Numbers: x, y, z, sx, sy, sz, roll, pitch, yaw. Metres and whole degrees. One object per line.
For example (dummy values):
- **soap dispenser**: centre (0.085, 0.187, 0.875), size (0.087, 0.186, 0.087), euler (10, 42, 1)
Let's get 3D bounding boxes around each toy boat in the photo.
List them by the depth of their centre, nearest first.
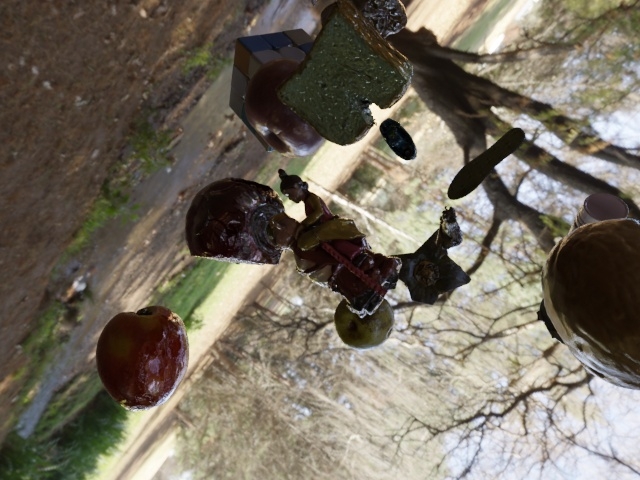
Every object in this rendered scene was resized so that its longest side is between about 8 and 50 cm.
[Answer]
- **toy boat**: centre (0.198, -0.253, 1.182), size (0.060, 0.137, 0.061), euler (-42, 160, 27)

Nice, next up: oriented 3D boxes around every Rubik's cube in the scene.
- **Rubik's cube**: centre (-0.147, -0.641, 1.981), size (0.347, 0.347, 0.344), euler (-26, 154, -33)

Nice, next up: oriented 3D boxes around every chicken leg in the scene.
- **chicken leg**: centre (0.395, -0.034, 1.439), size (0.196, 0.081, 0.125), euler (11, 78, -71)

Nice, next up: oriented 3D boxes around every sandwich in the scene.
- **sandwich**: centre (0.059, -0.373, 1.108), size (0.273, 0.249, 0.095), euler (-42, -168, 41)

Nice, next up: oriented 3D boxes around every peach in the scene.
- **peach**: centre (-0.476, 0.317, 1.264), size (0.238, 0.280, 0.281), euler (-5, 151, -31)

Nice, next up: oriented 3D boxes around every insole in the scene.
- **insole**: centre (0.545, -0.252, 1.561), size (0.322, 0.007, 0.109), euler (-45, -134, 32)

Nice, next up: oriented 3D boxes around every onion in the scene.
- **onion**: centre (-0.202, -0.048, 1.062), size (0.216, 0.206, 0.206), euler (-7, -108, 44)

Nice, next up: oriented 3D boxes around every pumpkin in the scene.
- **pumpkin**: centre (0.403, 0.120, 1.824), size (0.290, 0.258, 0.095), euler (-30, 173, 1)

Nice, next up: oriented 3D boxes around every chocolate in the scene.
- **chocolate**: centre (0.113, -0.592, 1.256), size (0.214, 0.148, 0.093), euler (-25, -128, 25)

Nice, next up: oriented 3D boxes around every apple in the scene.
- **apple**: centre (-0.095, -0.417, 1.480), size (0.235, 0.306, 0.306), euler (-52, -179, -11)

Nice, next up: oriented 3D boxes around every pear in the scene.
- **pear**: centre (0.148, 0.257, 1.517), size (0.197, 0.197, 0.197), euler (-53, -179, 2)

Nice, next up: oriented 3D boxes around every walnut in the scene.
- **walnut**: centre (0.579, 0.119, 0.869), size (0.332, 0.333, 0.333), euler (-53, -179, 2)

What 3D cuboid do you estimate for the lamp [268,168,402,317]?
- **lamp**: centre (0.000, 0.000, 0.681), size (0.118, 0.253, 0.118), euler (-46, 165, -16)

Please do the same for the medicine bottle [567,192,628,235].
- **medicine bottle**: centre (0.872, -0.022, 1.493), size (0.133, 0.133, 0.249), euler (-54, 153, -30)

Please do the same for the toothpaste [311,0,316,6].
- **toothpaste**: centre (-0.025, -0.658, 1.136), size (0.323, 0.066, 0.100), euler (-89, 165, -51)

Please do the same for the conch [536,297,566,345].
- **conch**: centre (0.691, 0.193, 1.136), size (0.275, 0.149, 0.182), euler (43, -56, 53)
